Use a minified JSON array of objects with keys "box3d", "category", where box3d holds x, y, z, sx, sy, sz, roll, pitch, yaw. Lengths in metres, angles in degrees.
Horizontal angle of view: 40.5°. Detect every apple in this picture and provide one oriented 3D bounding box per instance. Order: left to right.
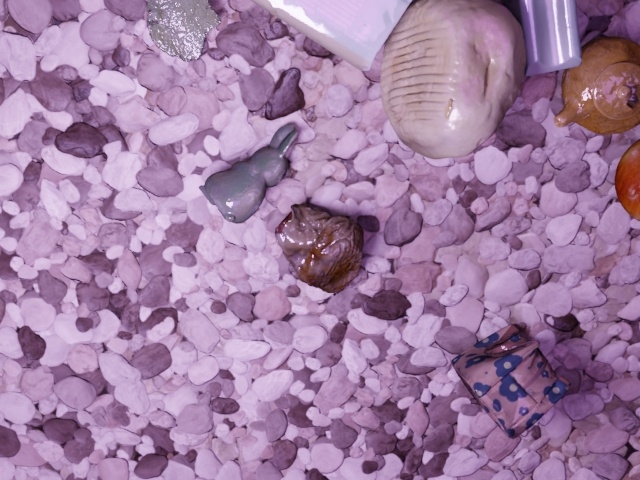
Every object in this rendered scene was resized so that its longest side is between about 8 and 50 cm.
[{"box3d":[0.724,-0.137,1.881,0.160,0.195,0.173,12,152,27],"category":"apple"}]

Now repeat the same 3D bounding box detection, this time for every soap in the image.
[{"box3d":[0.429,-0.517,1.732,0.115,0.208,0.346,-10,109,3],"category":"soap"}]

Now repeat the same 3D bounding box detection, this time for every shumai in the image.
[{"box3d":[0.003,-0.003,1.963,0.184,0.218,0.185,-36,67,8],"category":"shumai"}]

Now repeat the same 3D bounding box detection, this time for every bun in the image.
[{"box3d":[0.270,-0.323,1.734,0.213,0.361,0.360,1,111,-24],"category":"bun"}]

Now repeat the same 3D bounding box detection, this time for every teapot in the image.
[{"box3d":[0.629,-0.326,1.820,0.311,0.167,0.203,-30,106,9],"category":"teapot"}]

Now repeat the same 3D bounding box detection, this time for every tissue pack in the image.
[{"box3d":[0.006,-0.581,1.711,0.405,0.205,0.331,31,106,-10],"category":"tissue pack"}]

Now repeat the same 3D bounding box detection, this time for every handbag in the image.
[{"box3d":[0.436,0.312,2.002,0.193,0.251,0.190,-36,98,2],"category":"handbag"}]

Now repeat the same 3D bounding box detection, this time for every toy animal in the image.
[{"box3d":[-0.132,-0.145,1.913,0.251,0.125,0.127,-39,78,-4],"category":"toy animal"}]

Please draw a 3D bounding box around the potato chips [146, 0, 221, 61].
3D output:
[{"box3d":[-0.283,-0.494,1.811,0.167,0.059,0.228,39,123,2],"category":"potato chips"}]
